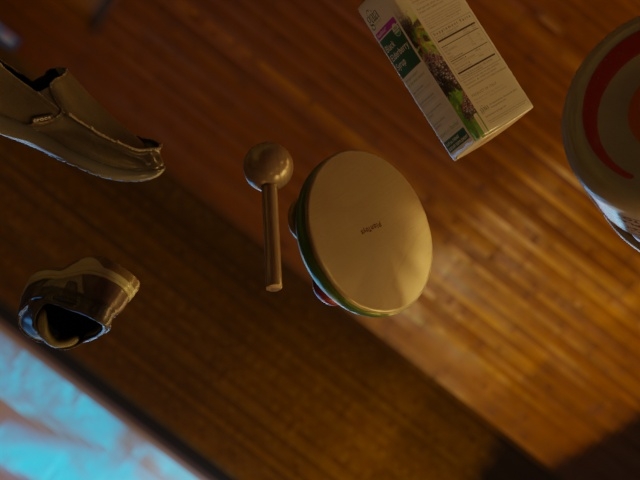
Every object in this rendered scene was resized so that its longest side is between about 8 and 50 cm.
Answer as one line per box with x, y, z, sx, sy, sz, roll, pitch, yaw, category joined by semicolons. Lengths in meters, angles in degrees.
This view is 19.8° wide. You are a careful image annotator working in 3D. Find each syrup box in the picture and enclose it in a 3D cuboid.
0.156;-0.232;2.322;0.096;0.237;0.093;-31;177;-25;syrup box

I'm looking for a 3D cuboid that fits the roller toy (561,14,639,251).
0.298;-0.083;1.470;0.191;0.146;0.209;-20;-119;17;roller toy

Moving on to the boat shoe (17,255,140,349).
-0.263;0.074;1.872;0.223;0.080;0.073;-23;-148;54;boat shoe

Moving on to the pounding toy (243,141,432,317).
0.000;0.000;1.966;0.110;0.237;0.183;-23;-116;45;pounding toy

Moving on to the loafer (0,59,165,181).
-0.267;-0.132;1.891;0.087;0.251;0.094;-67;-157;6;loafer
